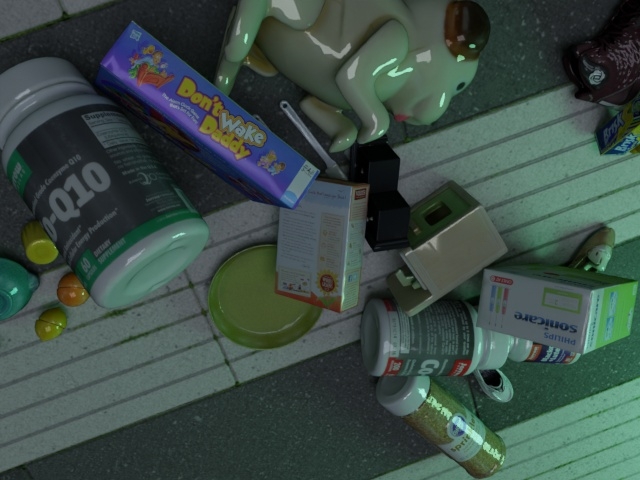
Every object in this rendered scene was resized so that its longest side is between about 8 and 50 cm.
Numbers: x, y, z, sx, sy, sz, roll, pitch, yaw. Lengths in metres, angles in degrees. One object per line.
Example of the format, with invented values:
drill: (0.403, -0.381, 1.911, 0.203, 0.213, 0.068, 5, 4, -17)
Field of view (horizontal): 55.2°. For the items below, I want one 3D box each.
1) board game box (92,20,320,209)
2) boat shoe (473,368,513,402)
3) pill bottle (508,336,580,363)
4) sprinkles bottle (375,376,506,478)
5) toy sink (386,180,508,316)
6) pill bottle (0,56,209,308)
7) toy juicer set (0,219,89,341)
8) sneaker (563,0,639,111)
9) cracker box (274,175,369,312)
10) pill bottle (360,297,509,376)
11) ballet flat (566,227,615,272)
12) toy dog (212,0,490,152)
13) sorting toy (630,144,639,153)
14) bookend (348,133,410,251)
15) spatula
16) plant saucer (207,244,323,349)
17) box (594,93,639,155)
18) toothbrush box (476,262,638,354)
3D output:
board game box: (-0.191, -0.185, 0.995, 0.347, 0.233, 0.078, 37, 82, -23)
boat shoe: (0.403, 0.324, 1.427, 0.066, 0.063, 0.184, -31, 115, 3)
pill bottle: (0.474, 0.219, 1.371, 0.193, 0.108, 0.108, 5, 112, -13)
sprinkles bottle: (0.282, 0.415, 1.413, 0.121, 0.121, 0.355, -44, 114, 9)
toy sink: (0.215, 0.010, 1.209, 0.234, 0.153, 0.131, -35, 115, 6)
pill bottle: (-0.353, -0.093, 0.952, 0.204, 0.204, 0.361, -40, 80, 7)
toy juicer set: (-0.587, 0.119, 1.144, 0.328, 0.089, 0.209, -33, 128, -5)
sneaker: (0.547, -0.383, 1.131, 0.162, 0.106, 0.282, 4, 113, -9)
cracker box: (0.000, 0.000, 1.130, 0.067, 0.155, 0.233, -14, 113, -53)
pill bottle: (0.239, 0.204, 1.290, 0.282, 0.161, 0.162, 2, 113, -11)
ballet flat: (0.587, 0.064, 1.349, 0.073, 0.067, 0.206, 31, 104, -22)
toy dog: (0.060, -0.330, 0.997, 0.407, 0.284, 0.396, 17, 72, -15)
sorting toy: (0.768, -0.134, 1.299, 0.126, 0.127, 0.365, -26, 122, 33)
bookend: (0.109, -0.088, 1.126, 0.072, 0.157, 0.156, -8, 126, -14)
spatula: (-0.003, -0.181, 1.160, 0.168, 0.019, 0.242, -34, 114, 11)
plant saucer: (-0.109, 0.112, 1.253, 0.240, 0.037, 0.241, -4, 113, -9)
box: (0.604, -0.223, 1.178, 0.059, 0.169, 0.054, -3, 71, -10)
toothbrush box: (0.468, 0.122, 1.199, 0.283, 0.206, 0.122, -2, 100, -47)
